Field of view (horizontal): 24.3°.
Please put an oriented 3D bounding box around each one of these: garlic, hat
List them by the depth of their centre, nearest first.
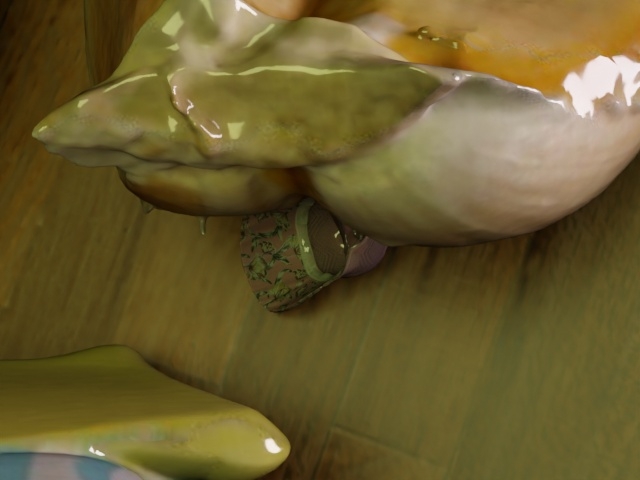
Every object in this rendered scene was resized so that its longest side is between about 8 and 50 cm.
[{"bbox_3d":[0.006,-0.128,0.679,0.286,0.249,0.313,-17,43,20],"label":"garlic"},{"bbox_3d":[-0.001,0.001,0.748,0.087,0.042,0.058,-28,74,41],"label":"hat"}]

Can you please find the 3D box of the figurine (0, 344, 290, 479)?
[{"bbox_3d":[-0.140,0.248,0.589,0.266,0.361,0.377,-1,96,-13],"label":"figurine"}]
